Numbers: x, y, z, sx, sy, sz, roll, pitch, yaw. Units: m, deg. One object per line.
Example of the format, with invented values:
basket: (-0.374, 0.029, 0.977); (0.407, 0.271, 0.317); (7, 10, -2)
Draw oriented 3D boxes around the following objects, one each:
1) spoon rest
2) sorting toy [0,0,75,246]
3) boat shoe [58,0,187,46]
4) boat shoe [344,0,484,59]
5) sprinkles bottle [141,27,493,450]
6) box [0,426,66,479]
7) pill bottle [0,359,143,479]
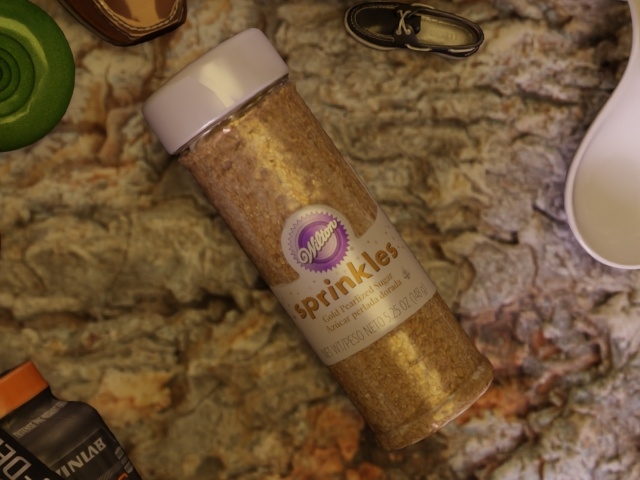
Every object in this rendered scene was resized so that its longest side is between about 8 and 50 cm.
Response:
spoon rest: (0.279, -0.112, 1.157); (0.137, 0.084, 0.276); (-3, 92, -15)
sorting toy: (-0.260, -0.099, 0.974); (0.127, 0.126, 0.365); (23, 98, -13)
boat shoe: (-0.205, -0.316, 1.053); (0.122, 0.120, 0.324); (-26, 91, -14)
boat shoe: (0.085, -0.189, 1.152); (0.125, 0.038, 0.046); (14, 82, -12)
sprinkles bottle: (0.000, 0.000, 1.075); (0.121, 0.121, 0.355); (-36, 94, -13)
box: (-0.298, 0.229, 0.926); (0.307, 0.076, 0.242); (40, 111, 2)
pill bottle: (-0.198, 0.216, 1.005); (0.130, 0.130, 0.246); (-34, 94, -14)
